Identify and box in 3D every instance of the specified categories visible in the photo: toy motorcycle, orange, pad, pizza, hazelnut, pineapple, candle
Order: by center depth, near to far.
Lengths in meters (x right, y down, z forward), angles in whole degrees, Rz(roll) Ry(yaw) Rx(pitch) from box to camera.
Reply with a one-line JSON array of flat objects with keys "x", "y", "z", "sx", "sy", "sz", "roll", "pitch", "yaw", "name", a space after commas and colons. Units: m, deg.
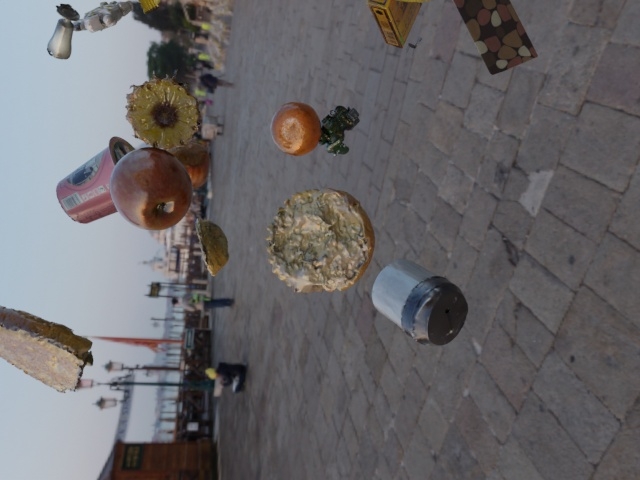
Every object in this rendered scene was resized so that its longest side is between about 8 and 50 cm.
[{"x": -0.406, "y": -0.335, "z": 1.339, "sx": 0.047, "sy": 0.221, "sz": 0.221, "roll": 50, "pitch": 133, "yaw": 53, "name": "pineapple"}, {"x": 0.464, "y": -0.565, "z": 1.359, "sx": 0.235, "sy": 0.158, "sz": 0.003, "roll": 65, "pitch": 167, "yaw": 2, "name": "pad"}, {"x": -0.798, "y": 0.297, "z": 1.450, "sx": 0.392, "sy": 0.435, "sz": 0.080, "roll": -14, "pitch": 40, "yaw": 35, "name": "pizza"}, {"x": -0.409, "y": -0.226, "z": 1.540, "sx": 0.150, "sy": 0.150, "sz": 0.150, "roll": -174, "pitch": 90, "yaw": -75, "name": "hazelnut"}, {"x": 0.301, "y": 0.189, "z": 1.683, "sx": 0.342, "sy": 0.221, "sz": 0.221, "roll": 32, "pitch": 116, "yaw": 53, "name": "candle"}, {"x": -0.747, "y": -0.772, "z": 1.763, "sx": 0.151, "sy": 0.229, "sz": 0.074, "roll": 19, "pitch": 140, "yaw": 36, "name": "toy motorcycle"}, {"x": -0.098, "y": -0.468, "z": 2.145, "sx": 0.170, "sy": 0.224, "sz": 0.224, "roll": -52, "pitch": -26, "yaw": -72, "name": "orange"}, {"x": 0.083, "y": -0.490, "z": 2.291, "sx": 0.274, "sy": 0.187, "sz": 0.125, "roll": -50, "pitch": 9, "yaw": -30, "name": "toy motorcycle"}]

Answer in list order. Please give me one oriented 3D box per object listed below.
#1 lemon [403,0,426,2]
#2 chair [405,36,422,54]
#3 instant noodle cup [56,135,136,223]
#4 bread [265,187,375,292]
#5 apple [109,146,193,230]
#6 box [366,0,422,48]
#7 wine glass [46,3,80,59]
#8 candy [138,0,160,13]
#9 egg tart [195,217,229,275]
[{"x": 0.262, "y": -0.877, "z": 1.497, "sx": 0.350, "sy": 0.387, "sz": 0.350, "roll": -28, "pitch": 33, "yaw": 20, "name": "lemon"}, {"x": 0.416, "y": -0.878, "z": 2.301, "sx": 0.037, "sy": 0.042, "sz": 0.086, "roll": -85, "pitch": 19, "yaw": -47, "name": "chair"}, {"x": -0.712, "y": -0.181, "z": 1.686, "sx": 0.244, "sy": 0.255, "sz": 0.244, "roll": 61, "pitch": -169, "yaw": -20, "name": "instant noodle cup"}, {"x": 0.000, "y": 0.000, "z": 1.281, "sx": 0.149, "sy": 0.274, "sz": 0.274, "roll": -88, "pitch": 5, "yaw": -87, "name": "bread"}, {"x": -0.393, "y": -0.118, "z": 1.201, "sx": 0.174, "sy": 0.188, "sz": 0.188, "roll": 51, "pitch": 137, "yaw": 40, "name": "apple"}, {"x": 0.277, "y": -0.868, "z": 1.874, "sx": 0.193, "sy": 0.084, "sz": 0.301, "roll": -67, "pitch": -21, "yaw": 2, "name": "box"}, {"x": -0.773, "y": -0.626, "z": 1.538, "sx": 0.155, "sy": 0.072, "sz": 0.072, "roll": -46, "pitch": 38, "yaw": 41, "name": "wine glass"}, {"x": -0.354, "y": -0.719, "z": 1.288, "sx": 0.081, "sy": 0.297, "sz": 0.187, "roll": 52, "pitch": 170, "yaw": 39, "name": "candy"}, {"x": -0.422, "y": 0.020, "z": 2.018, "sx": 0.252, "sy": 0.098, "sz": 0.232, "roll": -108, "pitch": 2, "yaw": -54, "name": "egg tart"}]
